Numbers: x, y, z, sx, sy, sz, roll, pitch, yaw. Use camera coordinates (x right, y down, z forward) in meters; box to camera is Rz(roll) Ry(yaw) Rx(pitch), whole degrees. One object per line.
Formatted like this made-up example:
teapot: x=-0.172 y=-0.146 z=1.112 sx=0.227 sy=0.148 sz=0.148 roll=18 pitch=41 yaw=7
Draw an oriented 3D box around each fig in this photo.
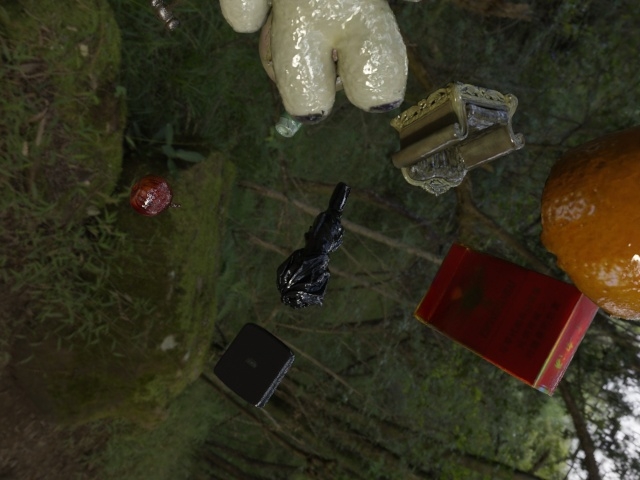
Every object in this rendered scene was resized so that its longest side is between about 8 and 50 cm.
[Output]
fig: x=-0.489 y=-0.121 z=1.502 sx=0.128 sy=0.128 sz=0.150 roll=-49 pitch=144 yaw=-29

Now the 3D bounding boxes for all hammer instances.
hammer: x=-0.179 y=-0.403 z=0.809 sx=0.058 sy=0.292 sz=0.029 roll=51 pitch=54 yaw=-31

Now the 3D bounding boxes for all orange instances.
orange: x=0.454 y=-0.038 z=0.672 sx=0.310 sy=0.274 sz=0.274 roll=-1 pitch=123 yaw=-53

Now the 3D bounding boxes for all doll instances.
doll: x=-0.005 y=-0.246 z=0.456 sx=0.175 sy=0.149 sz=0.278 roll=-18 pitch=116 yaw=-15

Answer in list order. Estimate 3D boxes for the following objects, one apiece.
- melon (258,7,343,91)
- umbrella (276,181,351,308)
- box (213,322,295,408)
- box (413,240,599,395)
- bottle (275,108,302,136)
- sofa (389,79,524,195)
melon: x=0.004 y=-0.432 z=1.113 sx=0.317 sy=0.223 sz=0.223 roll=-35 pitch=153 yaw=-39
umbrella: x=0.000 y=0.000 z=1.135 sx=0.118 sy=0.118 sz=0.340 roll=97 pitch=14 yaw=-57
box: x=-0.123 y=0.230 z=0.965 sx=0.125 sy=0.126 sz=0.027 roll=-55 pitch=152 yaw=-11
box: x=0.360 y=0.142 z=1.041 sx=0.089 sy=0.313 sz=0.197 roll=28 pitch=90 yaw=-38
bottle: x=-0.025 y=-0.167 z=0.645 sx=0.083 sy=0.030 sz=0.030 roll=-59 pitch=166 yaw=-19
sofa: x=0.310 y=-0.217 z=1.146 sx=0.258 sy=0.182 sz=0.200 roll=-2 pitch=166 yaw=-38
